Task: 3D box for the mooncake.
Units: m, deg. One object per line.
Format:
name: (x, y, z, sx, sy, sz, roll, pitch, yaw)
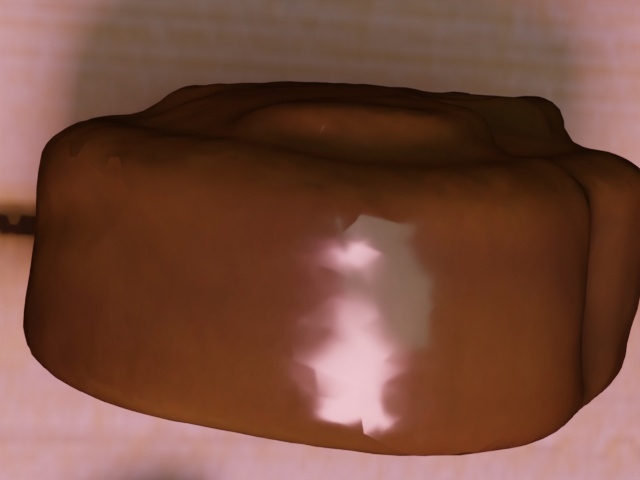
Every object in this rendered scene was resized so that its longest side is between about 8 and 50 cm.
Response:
mooncake: (0.000, 0.000, 0.605, 0.234, 0.235, 0.117, 2, 99, -15)
